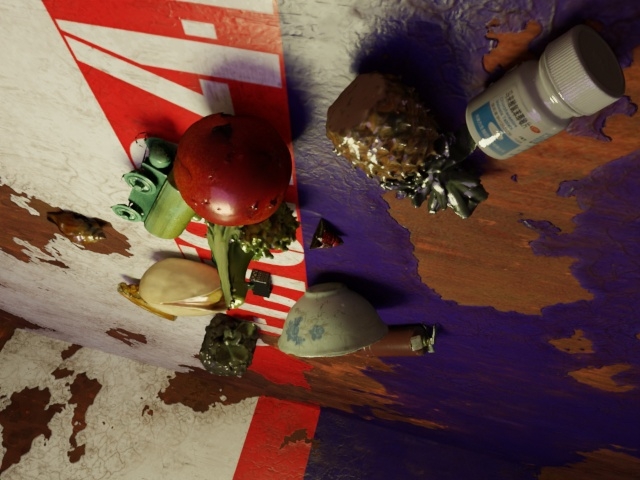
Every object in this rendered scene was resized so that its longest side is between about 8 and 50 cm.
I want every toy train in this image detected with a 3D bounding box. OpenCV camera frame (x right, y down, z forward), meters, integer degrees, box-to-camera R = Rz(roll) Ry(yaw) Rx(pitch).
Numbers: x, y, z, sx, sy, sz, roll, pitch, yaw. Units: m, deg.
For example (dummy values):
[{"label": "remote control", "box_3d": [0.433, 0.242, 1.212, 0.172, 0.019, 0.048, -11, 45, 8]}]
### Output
[{"label": "toy train", "box_3d": [-0.344, -0.112, 1.066, 0.190, 0.126, 0.307, 20, 150, -23]}]

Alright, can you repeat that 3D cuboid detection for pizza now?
[{"label": "pizza", "box_3d": [-0.614, 0.222, 1.807, 0.229, 0.081, 0.289, -4, 146, 43]}]

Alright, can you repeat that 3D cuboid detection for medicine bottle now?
[{"label": "medicine bottle", "box_3d": [0.283, -0.184, 0.623, 0.105, 0.105, 0.168, 29, 149, -20]}]

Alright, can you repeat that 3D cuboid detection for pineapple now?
[{"label": "pineapple", "box_3d": [0.156, -0.134, 0.758, 0.170, 0.141, 0.310, -37, 132, 26]}]

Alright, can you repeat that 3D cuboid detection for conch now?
[{"label": "conch", "box_3d": [-0.739, -0.033, 1.440, 0.233, 0.080, 0.086, 17, 143, 3]}]

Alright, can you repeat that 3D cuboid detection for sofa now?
[{"label": "sofa", "box_3d": [-0.182, 0.134, 1.478, 0.060, 0.039, 0.118, 14, 151, 8]}]

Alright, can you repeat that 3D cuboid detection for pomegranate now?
[{"label": "pomegranate", "box_3d": [-0.158, -0.129, 0.863, 0.210, 0.210, 0.235, 41, -179, -36]}]

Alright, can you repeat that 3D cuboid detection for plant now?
[{"label": "plant", "box_3d": [-0.353, 0.403, 1.844, 0.213, 0.215, 0.312, 16, 156, -6]}]

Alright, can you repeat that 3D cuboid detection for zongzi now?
[{"label": "zongzi", "box_3d": [0.000, 0.000, 1.119, 0.067, 0.073, 0.083, 17, 156, 41]}]

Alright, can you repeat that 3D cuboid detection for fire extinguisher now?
[{"label": "fire extinguisher", "box_3d": [0.252, 0.313, 1.506, 0.269, 0.104, 0.105, -14, 139, 43]}]

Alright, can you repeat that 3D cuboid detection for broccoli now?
[{"label": "broccoli", "box_3d": [-0.142, 0.005, 1.062, 0.180, 0.272, 0.242, -7, 164, -29]}]

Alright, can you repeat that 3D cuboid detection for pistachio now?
[{"label": "pistachio", "box_3d": [-0.418, 0.152, 1.485, 0.299, 0.187, 0.187, 5, 148, 19]}]

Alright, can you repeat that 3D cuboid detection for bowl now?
[{"label": "bowl", "box_3d": [0.024, 0.199, 1.336, 0.314, 0.313, 0.146, -3, 101, 32]}]
